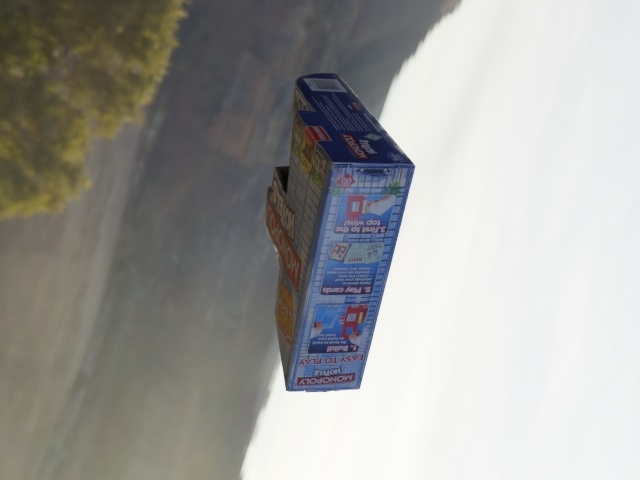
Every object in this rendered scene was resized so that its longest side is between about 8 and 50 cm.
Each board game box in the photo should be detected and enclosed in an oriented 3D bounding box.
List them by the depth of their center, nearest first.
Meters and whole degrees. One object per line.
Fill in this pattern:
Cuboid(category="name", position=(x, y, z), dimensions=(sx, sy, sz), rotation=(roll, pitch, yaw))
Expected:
Cuboid(category="board game box", position=(0.000, 0.000, 1.000), dimensions=(0.194, 0.060, 0.194), rotation=(-121, -145, -62))
